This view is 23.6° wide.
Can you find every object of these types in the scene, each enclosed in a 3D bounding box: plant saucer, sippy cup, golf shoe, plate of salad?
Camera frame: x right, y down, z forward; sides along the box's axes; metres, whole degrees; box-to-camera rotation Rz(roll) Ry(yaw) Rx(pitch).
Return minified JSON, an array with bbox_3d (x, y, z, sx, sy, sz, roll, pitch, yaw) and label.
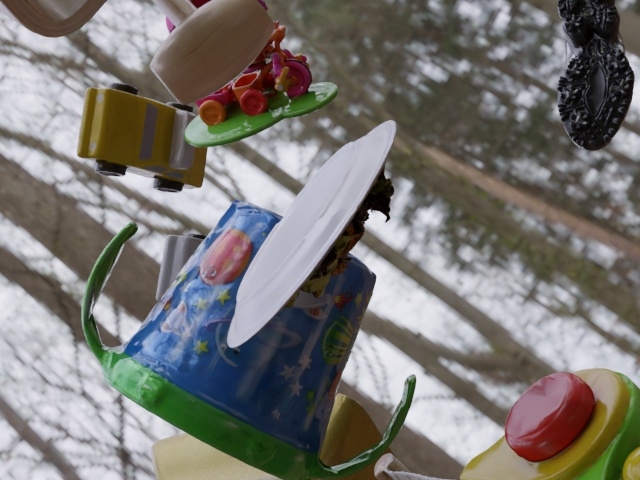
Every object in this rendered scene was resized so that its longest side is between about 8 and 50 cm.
[{"bbox_3d":[-0.020,0.360,1.800,0.332,0.333,0.081,58,-141,-17],"label":"plant saucer"},{"bbox_3d":[-0.064,0.091,1.524,0.305,0.240,0.224,31,-94,-35],"label":"sippy cup"},{"bbox_3d":[0.280,-0.159,1.539,0.094,0.077,0.198,66,-154,-52],"label":"golf shoe"},{"bbox_3d":[0.000,0.000,1.097,0.200,0.048,0.200,-51,10,12],"label":"plate of salad"}]

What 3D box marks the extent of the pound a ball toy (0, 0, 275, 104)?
[{"bbox_3d":[-0.202,-0.194,0.924,0.135,0.319,0.208,-49,-39,-8],"label":"pound a ball toy"}]

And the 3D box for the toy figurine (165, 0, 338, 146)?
[{"bbox_3d":[-0.086,-0.198,1.559,0.130,0.173,0.159,-63,-43,-56],"label":"toy figurine"}]

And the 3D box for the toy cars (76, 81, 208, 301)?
[{"bbox_3d":[-0.139,-0.031,1.761,0.176,0.087,0.393,-52,-50,-36],"label":"toy cars"}]

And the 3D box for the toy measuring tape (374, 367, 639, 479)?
[{"bbox_3d":[0.158,0.150,1.119,0.121,0.330,0.121,2,-95,-27],"label":"toy measuring tape"}]
